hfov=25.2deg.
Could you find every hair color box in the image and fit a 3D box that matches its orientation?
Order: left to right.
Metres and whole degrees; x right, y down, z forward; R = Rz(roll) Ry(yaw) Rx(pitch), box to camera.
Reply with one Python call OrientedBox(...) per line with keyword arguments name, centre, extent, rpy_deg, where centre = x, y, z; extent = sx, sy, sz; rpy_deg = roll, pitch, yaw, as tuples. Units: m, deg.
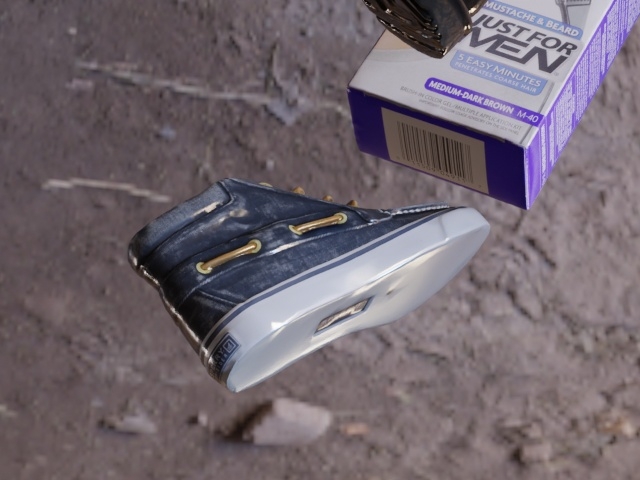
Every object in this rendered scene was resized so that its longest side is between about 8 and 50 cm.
OrientedBox(name="hair color box", centre=(0.188, -0.210, 1.375), extent=(0.185, 0.339, 0.110), rpy_deg=(21, 151, 22))

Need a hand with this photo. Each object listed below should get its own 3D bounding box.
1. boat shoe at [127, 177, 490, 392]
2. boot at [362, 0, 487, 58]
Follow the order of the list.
OrientedBox(name="boat shoe", centre=(0.000, 0.000, 0.675), extent=(0.183, 0.083, 0.065), rpy_deg=(-21, 152, -42))
OrientedBox(name="boot", centre=(0.073, -0.233, 0.704), extent=(0.207, 0.094, 0.246), rpy_deg=(-50, 143, -7))
